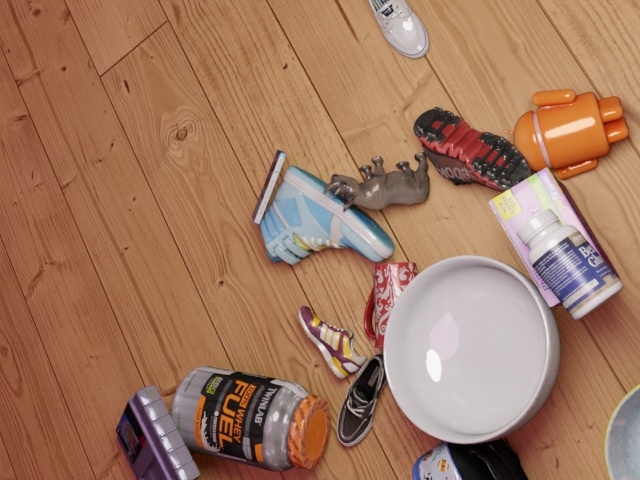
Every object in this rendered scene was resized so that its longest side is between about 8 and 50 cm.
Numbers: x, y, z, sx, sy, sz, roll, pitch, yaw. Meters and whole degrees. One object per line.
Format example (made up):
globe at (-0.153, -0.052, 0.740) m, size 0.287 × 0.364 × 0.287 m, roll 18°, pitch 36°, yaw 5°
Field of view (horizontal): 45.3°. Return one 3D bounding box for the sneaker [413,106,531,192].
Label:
sneaker at (0.306, -0.158, 1.521) m, size 0.097 × 0.135 × 0.276 m, roll -44°, pitch 54°, yaw -13°

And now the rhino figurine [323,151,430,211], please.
rhino figurine at (0.120, -0.114, 1.585) m, size 0.243 × 0.073 × 0.106 m, roll -9°, pitch 73°, yaw -20°

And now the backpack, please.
backpack at (0.299, 0.489, 1.440) m, size 0.213 × 0.276 × 0.263 m, roll -38°, pitch 65°, yaw 25°

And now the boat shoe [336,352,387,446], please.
boat shoe at (0.084, 0.340, 1.634) m, size 0.077 × 0.070 × 0.219 m, roll 25°, pitch 97°, yaw 24°

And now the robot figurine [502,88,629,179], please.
robot figurine at (0.464, -0.206, 1.460) m, size 0.219 × 0.158 × 0.128 m, roll -16°, pitch 64°, yaw 23°

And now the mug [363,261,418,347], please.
mug at (0.145, 0.136, 1.599) m, size 0.150 × 0.113 × 0.169 m, roll -8°, pitch 80°, yaw 22°

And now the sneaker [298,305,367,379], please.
sneaker at (0.027, 0.207, 1.676) m, size 0.084 × 0.069 × 0.185 m, roll -38°, pitch 79°, yaw 9°

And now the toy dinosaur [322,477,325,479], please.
toy dinosaur at (0.070, 0.640, 1.601) m, size 0.295 × 0.127 × 0.200 m, roll 33°, pitch 108°, yaw 28°

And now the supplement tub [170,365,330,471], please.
supplement tub at (-0.150, 0.389, 1.672) m, size 0.315 × 0.193 × 0.194 m, roll 5°, pitch 89°, yaw 24°

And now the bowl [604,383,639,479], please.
bowl at (0.649, 0.362, 1.326) m, size 0.289 × 0.156 × 0.290 m, roll -1°, pitch 87°, yaw 25°

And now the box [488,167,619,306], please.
box at (0.432, 0.000, 1.400) m, size 0.117 × 0.243 × 0.214 m, roll -32°, pitch 74°, yaw 20°

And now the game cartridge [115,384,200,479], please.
game cartridge at (-0.381, 0.483, 1.738) m, size 0.230 × 0.068 × 0.355 m, roll 55°, pitch 146°, yaw 14°

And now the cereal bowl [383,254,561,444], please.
cereal bowl at (0.291, 0.202, 1.414) m, size 0.338 × 0.141 × 0.339 m, roll -12°, pitch 72°, yaw 40°

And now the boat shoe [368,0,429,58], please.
boat shoe at (0.149, -0.486, 1.648) m, size 0.083 × 0.075 × 0.226 m, roll -40°, pitch 72°, yaw 18°

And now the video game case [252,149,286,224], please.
video game case at (-0.117, -0.123, 1.734) m, size 0.015 × 0.119 × 0.166 m, roll 20°, pitch 97°, yaw -9°

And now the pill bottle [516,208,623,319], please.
pill bottle at (0.394, 0.035, 1.229) m, size 0.094 × 0.094 × 0.169 m, roll -41°, pitch 72°, yaw 17°

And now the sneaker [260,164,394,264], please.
sneaker at (0.000, 0.000, 1.666) m, size 0.319 × 0.127 × 0.208 m, roll 40°, pitch 101°, yaw 31°
